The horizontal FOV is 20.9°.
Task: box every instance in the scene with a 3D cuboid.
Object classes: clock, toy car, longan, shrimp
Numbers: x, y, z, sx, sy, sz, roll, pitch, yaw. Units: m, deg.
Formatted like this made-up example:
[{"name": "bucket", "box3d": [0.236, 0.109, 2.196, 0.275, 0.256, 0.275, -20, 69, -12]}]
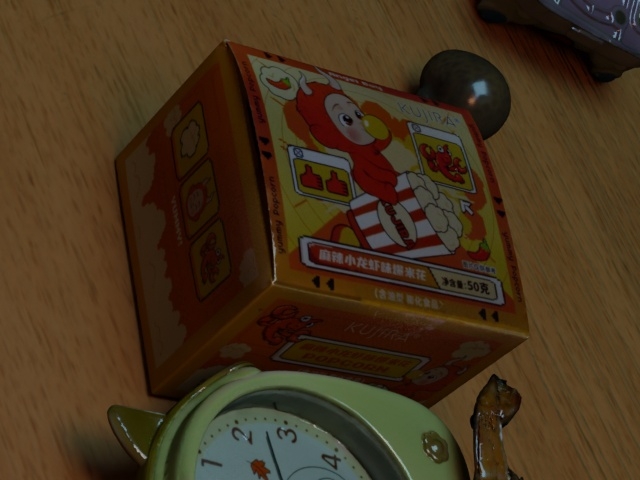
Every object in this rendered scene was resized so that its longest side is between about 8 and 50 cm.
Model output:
[{"name": "clock", "box3d": [-0.029, 0.244, 1.416, 0.348, 0.117, 0.286, 19, 49, -28]}, {"name": "toy car", "box3d": [0.317, -0.384, 2.160, 0.242, 0.226, 0.336, 24, 73, -26]}, {"name": "longan", "box3d": [0.155, -0.158, 1.904, 0.113, 0.092, 0.113, 12, 61, -23]}, {"name": "shrimp", "box3d": [0.188, 0.228, 1.575, 0.290, 0.054, 0.222, -1, 76, -67]}]

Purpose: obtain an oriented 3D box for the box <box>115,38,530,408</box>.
[{"name": "box", "box3d": [0.000, 0.000, 1.559, 0.284, 0.214, 0.259, 11, 51, -34]}]
